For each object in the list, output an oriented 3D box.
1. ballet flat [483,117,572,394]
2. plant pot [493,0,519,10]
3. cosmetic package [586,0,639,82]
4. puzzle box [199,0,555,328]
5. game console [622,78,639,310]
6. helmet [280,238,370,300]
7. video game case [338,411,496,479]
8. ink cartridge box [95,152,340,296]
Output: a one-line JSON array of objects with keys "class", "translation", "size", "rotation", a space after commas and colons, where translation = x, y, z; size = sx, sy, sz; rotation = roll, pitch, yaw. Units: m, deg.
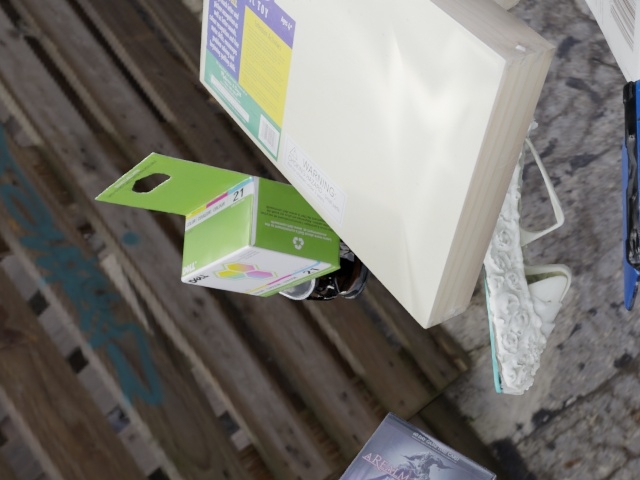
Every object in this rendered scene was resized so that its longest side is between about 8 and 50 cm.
[{"class": "ballet flat", "translation": [0.268, 0.011, 1.335], "size": [0.147, 0.147, 0.408], "rotation": [-9, 94, 28]}, {"class": "plant pot", "translation": [0.181, -0.489, 1.484], "size": [0.334, 0.334, 0.305], "rotation": [-14, 115, 28]}, {"class": "cosmetic package", "translation": [0.674, -0.506, 1.670], "size": [0.394, 0.329, 0.327], "rotation": [-15, 53, 3]}, {"class": "puzzle box", "translation": [0.016, -0.153, 0.869], "size": [0.409, 0.052, 0.272], "rotation": [49, 145, 34]}, {"class": "game console", "translation": [0.507, -0.077, 1.385], "size": [0.250, 0.173, 0.293], "rotation": [-16, 57, 39]}, {"class": "helmet", "translation": [0.000, 0.000, 1.425], "size": [0.169, 0.169, 0.161], "rotation": [17, 101, 24]}, {"class": "video game case", "translation": [0.108, 0.410, 1.473], "size": [0.196, 0.274, 0.026], "rotation": [27, 152, 26]}, {"class": "ink cartridge box", "translation": [-0.130, -0.012, 1.223], "size": [0.189, 0.255, 0.097], "rotation": [-24, 60, 53]}]
